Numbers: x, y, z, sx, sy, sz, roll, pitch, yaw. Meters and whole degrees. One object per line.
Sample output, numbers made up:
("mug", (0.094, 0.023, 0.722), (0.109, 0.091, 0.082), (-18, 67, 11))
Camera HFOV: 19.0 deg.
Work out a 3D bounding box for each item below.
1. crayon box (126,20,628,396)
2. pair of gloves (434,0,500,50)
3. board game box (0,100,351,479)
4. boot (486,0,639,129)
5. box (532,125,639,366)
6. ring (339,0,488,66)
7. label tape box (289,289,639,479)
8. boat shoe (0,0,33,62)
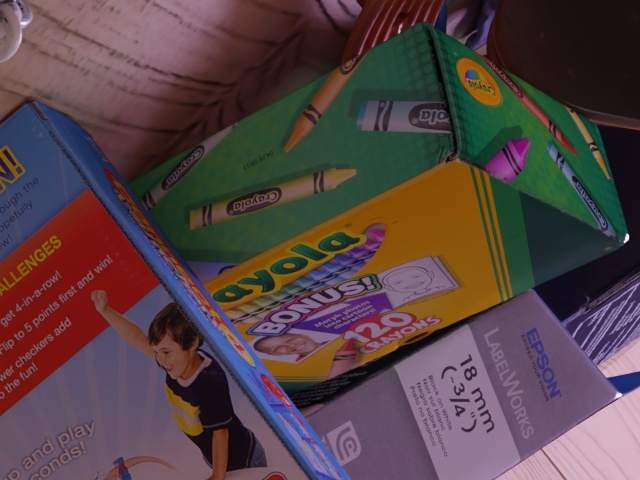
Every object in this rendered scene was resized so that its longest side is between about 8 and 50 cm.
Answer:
("crayon box", (0.000, 0.000, 1.022), (0.278, 0.081, 0.165), (-26, 150, 30))
("pair of gloves", (0.092, -0.143, 1.165), (0.198, 0.023, 0.159), (-31, 164, -22))
("board game box", (-0.154, 0.148, 0.915), (0.308, 0.302, 0.086), (-39, 165, 6))
("boot", (0.183, -0.106, 1.142), (0.115, 0.112, 0.305), (-24, 171, 41))
("box", (0.214, -0.024, 1.485), (0.294, 0.183, 0.296), (-33, 165, -18))
("ring", (0.142, -0.180, 1.077), (0.336, 0.032, 0.336), (-34, 163, -12))
("label tape box", (0.040, 0.115, 1.277), (0.334, 0.106, 0.240), (-26, -174, -41))
("boat shoe", (-0.131, -0.089, 0.657), (0.319, 0.099, 0.116), (-46, 163, 28))
